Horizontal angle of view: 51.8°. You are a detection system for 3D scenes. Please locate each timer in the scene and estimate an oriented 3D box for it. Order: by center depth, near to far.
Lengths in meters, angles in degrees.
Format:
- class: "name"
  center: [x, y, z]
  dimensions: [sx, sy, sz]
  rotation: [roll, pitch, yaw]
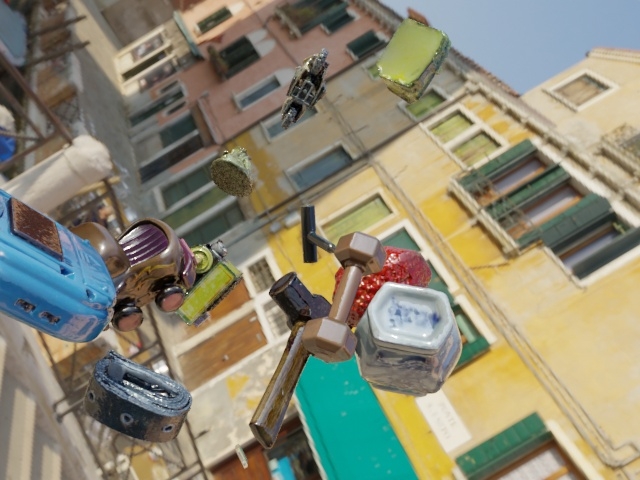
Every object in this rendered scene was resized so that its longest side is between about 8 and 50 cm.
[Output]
- class: "timer"
  center: [-0.504, 0.029, 1.132]
  dimensions: [0.309, 0.115, 0.340]
  rotation: [37, 2, -34]

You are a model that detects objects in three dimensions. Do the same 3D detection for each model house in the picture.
- class: "model house"
  center: [0.296, -0.501, 1.947]
  dimensions: [0.170, 0.194, 0.211]
  rotation: [29, -2, 31]

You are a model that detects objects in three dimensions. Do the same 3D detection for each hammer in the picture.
- class: "hammer"
  center: [-0.070, 0.277, 1.472]
  dimensions: [0.242, 0.095, 0.409]
  rotation: [49, 39, -18]

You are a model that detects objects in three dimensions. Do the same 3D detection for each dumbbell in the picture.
- class: "dumbbell"
  center: [0.042, 0.095, 1.122]
  dimensions: [0.092, 0.082, 0.231]
  rotation: [56, 47, -45]

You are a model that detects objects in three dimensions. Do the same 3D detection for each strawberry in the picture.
- class: "strawberry"
  center: [0.177, 0.126, 1.797]
  dimensions: [0.257, 0.277, 0.257]
  rotation: [35, 33, -27]

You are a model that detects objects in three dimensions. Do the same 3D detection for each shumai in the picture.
- class: "shumai"
  center: [-0.198, -0.168, 1.548]
  dimensions: [0.124, 0.099, 0.087]
  rotation: [80, 24, -49]

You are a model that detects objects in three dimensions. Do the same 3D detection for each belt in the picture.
- class: "belt"
  center: [-0.375, 0.321, 1.364]
  dimensions: [0.218, 0.128, 0.122]
  rotation: [26, 24, -5]

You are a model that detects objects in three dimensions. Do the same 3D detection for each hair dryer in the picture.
- class: "hair dryer"
  center: [0.001, -0.014, 1.888]
  dimensions: [0.195, 0.050, 0.173]
  rotation: [8, -75, 61]

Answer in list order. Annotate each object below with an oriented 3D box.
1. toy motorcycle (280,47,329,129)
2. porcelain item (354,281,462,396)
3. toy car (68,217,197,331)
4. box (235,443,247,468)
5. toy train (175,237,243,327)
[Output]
- class: "toy motorcycle"
  center: [-0.038, -0.397, 1.721]
  dimensions: [0.094, 0.229, 0.130]
  rotation: [26, 20, -14]
- class: "porcelain item"
  center: [0.192, 0.235, 1.475]
  dimensions: [0.405, 0.242, 0.178]
  rotation: [78, 23, -66]
- class: "toy car"
  center: [-0.496, 0.053, 1.648]
  dimensions: [0.271, 0.340, 0.240]
  rotation: [45, -25, 41]
- class: "box"
  center: [-0.181, 0.492, 1.509]
  dimensions: [0.046, 0.012, 0.083]
  rotation: [61, -10, 5]
- class: "toy train"
  center: [-0.357, 0.123, 1.971]
  dimensions: [0.177, 0.261, 0.134]
  rotation: [44, 4, 0]
